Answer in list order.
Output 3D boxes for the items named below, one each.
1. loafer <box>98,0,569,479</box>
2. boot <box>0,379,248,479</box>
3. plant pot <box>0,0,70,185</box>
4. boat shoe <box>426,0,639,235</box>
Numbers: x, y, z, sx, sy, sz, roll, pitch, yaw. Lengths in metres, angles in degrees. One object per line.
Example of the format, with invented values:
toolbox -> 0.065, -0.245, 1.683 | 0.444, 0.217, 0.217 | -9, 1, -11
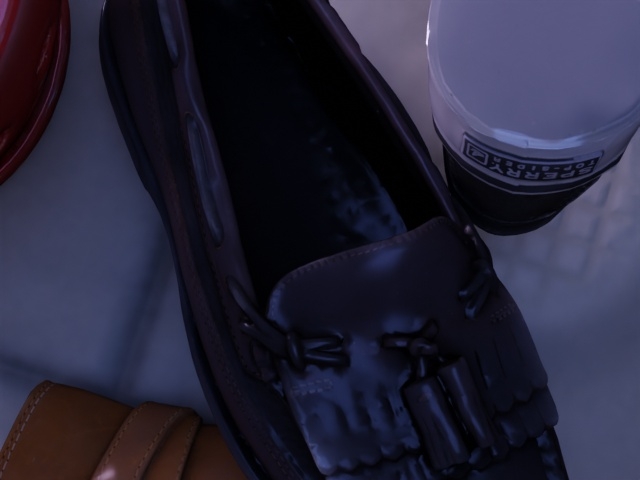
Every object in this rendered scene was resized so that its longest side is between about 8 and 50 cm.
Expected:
loafer -> 0.000, 0.000, 0.468 | 0.109, 0.095, 0.302 | -21, 69, -20
boot -> -0.055, 0.197, 0.469 | 0.220, 0.109, 0.283 | 19, 74, 5
plant pot -> -0.182, -0.084, 0.468 | 0.191, 0.174, 0.191 | 0, 84, -2
boat shoe -> 0.111, -0.147, 0.518 | 0.113, 0.105, 0.306 | 11, 70, 5
